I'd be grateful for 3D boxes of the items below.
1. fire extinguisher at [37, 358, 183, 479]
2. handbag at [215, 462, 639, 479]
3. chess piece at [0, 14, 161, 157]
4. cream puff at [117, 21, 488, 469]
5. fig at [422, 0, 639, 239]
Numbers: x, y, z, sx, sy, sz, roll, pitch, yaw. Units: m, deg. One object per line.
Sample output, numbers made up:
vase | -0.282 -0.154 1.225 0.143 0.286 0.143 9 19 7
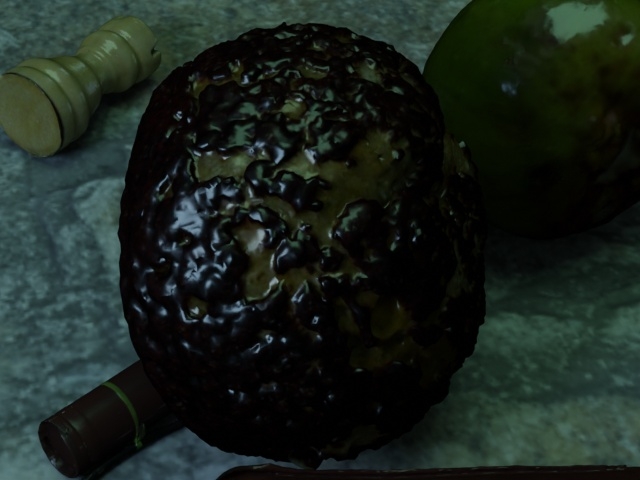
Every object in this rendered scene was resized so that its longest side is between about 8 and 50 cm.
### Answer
fire extinguisher | -0.097 0.086 0.893 0.132 0.039 0.056 -32 85 -32
handbag | 0.093 0.158 0.685 0.275 0.084 0.260 -1 4 -12
chess piece | -0.166 -0.112 1.098 0.066 0.066 0.122 25 42 24
cream puff | 0.000 0.000 0.839 0.165 0.239 0.239 -10 38 23
fig | 0.147 -0.092 0.997 0.181 0.181 0.191 -13 21 -16
